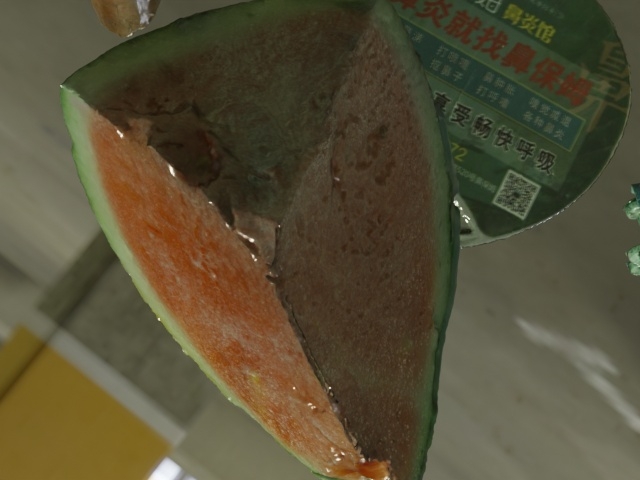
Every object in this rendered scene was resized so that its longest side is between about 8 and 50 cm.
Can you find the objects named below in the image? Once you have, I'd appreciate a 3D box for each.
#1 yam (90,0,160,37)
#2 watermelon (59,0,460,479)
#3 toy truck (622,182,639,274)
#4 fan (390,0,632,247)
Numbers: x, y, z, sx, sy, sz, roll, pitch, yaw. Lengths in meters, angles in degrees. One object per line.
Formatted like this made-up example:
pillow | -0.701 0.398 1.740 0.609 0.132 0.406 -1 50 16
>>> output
yam | -0.142 -0.227 1.099 0.057 0.057 0.241 33 152 27
watermelon | -0.001 -0.013 0.775 0.128 0.146 0.231 17 141 47
toy truck | 0.283 0.011 1.319 0.175 0.081 0.067 66 -171 -61
fan | 0.086 -0.058 1.042 0.223 0.294 0.012 -2 -177 -14
